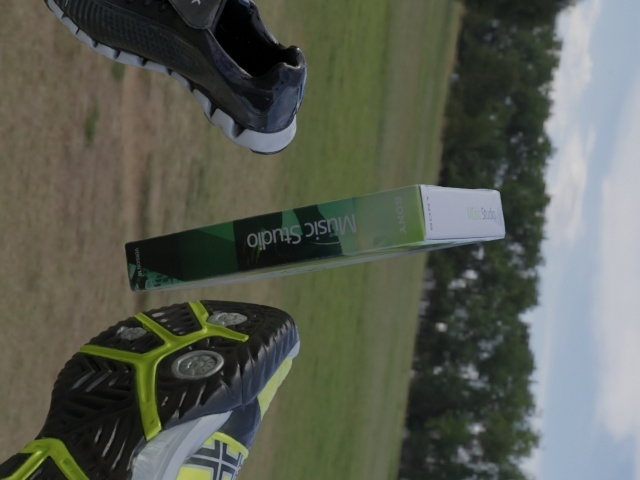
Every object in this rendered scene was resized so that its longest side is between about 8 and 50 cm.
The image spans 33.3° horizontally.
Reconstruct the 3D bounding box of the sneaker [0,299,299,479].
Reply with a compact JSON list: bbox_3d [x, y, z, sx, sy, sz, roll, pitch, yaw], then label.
[{"bbox_3d":[-0.132,0.174,0.766,0.385,0.145,0.147,-47,136,-49],"label":"sneaker"}]

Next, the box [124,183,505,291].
[{"bbox_3d":[0.000,0.000,1.086,0.232,0.322,0.058,-2,81,-63],"label":"box"}]

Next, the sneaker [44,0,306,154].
[{"bbox_3d":[-0.103,-0.165,0.797,0.078,0.234,0.106,-56,-179,-37],"label":"sneaker"}]
